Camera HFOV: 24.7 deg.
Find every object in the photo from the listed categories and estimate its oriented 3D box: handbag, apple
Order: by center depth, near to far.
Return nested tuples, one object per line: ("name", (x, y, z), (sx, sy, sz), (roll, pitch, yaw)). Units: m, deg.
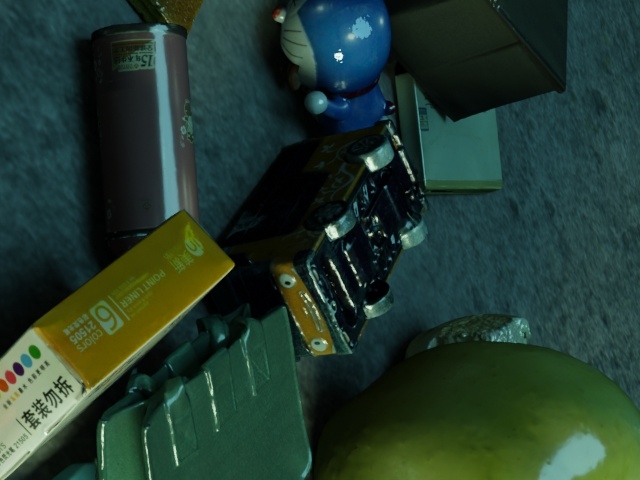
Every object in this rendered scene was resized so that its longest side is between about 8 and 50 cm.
("handbag", (-0.124, 0.223, 1.589), (0.326, 0.089, 0.238), (-37, 126, -57))
("apple", (0.219, 0.344, 1.896), (0.474, 0.474, 0.473), (15, 72, -55))

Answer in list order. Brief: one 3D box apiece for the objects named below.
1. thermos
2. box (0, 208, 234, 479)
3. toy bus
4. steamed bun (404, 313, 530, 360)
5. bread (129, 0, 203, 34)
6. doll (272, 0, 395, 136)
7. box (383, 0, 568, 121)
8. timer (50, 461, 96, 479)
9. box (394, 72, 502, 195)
("thermos", (-0.200, -0.072, 1.667), (0.109, 0.136, 0.330), (-2, 86, -29))
("box", (-0.231, 0.104, 1.466), (0.091, 0.221, 0.274), (47, 40, 0))
("toy bus", (0.000, 0.000, 1.865), (0.162, 0.194, 0.323), (65, 34, -27))
("steamed bun", (0.219, 0.235, 2.159), (0.170, 0.200, 0.225), (-24, 103, -43))
("bread", (-0.188, -0.300, 1.774), (0.094, 0.035, 0.090), (53, 43, -38))
("doll", (0.023, -0.238, 2.005), (0.215, 0.161, 0.257), (-69, 156, -56))
("box", (0.237, -0.400, 2.239), (0.251, 0.204, 0.345), (42, 45, -40))
("timer", (-0.242, 0.380, 1.523), (0.232, 0.091, 0.250), (-41, 112, -51))
("box", (0.208, -0.176, 2.348), (0.270, 0.045, 0.210), (-7, 89, -57))
